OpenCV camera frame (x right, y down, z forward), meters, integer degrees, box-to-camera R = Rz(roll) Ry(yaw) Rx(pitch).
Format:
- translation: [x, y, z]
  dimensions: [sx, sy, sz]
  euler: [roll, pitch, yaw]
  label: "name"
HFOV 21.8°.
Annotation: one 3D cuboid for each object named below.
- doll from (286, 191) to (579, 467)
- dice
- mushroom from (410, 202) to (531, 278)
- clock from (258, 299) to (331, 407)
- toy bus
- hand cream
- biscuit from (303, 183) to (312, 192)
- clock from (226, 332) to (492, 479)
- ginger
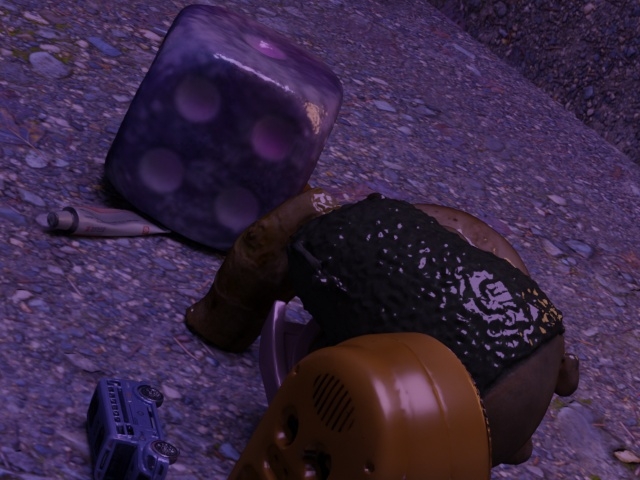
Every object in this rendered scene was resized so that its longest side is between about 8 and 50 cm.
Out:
- translation: [0.118, 0.091, 1.845]
  dimensions: [0.349, 0.247, 0.247]
  euler: [41, 26, 24]
  label: "doll"
- translation: [-0.138, -0.164, 2.400]
  dimensions: [0.270, 0.271, 0.270]
  euler: [27, 20, -7]
  label: "dice"
- translation: [0.122, 0.105, 2.151]
  dimensions: [0.292, 0.292, 0.290]
  euler: [33, 40, 14]
  label: "mushroom"
- translation: [0.081, 0.204, 1.933]
  dimensions: [0.275, 0.080, 0.290]
  euler: [-2, 59, -16]
  label: "clock"
- translation: [-0.204, 0.215, 1.765]
  dimensions: [0.076, 0.073, 0.167]
  euler: [15, 21, -20]
  label: "toy bus"
- translation: [-0.292, -0.027, 2.260]
  dimensions: [0.216, 0.038, 0.052]
  euler: [3, 56, -56]
  label: "hand cream"
- translation: [0.000, 0.000, 2.460]
  dimensions: [0.162, 0.035, 0.250]
  euler: [41, 22, -42]
  label: "biscuit"
- translation: [0.037, 0.243, 1.657]
  dimensions: [0.200, 0.317, 0.244]
  euler: [0, 34, -37]
  label: "clock"
- translation: [-0.064, 0.033, 2.093]
  dimensions: [0.109, 0.263, 0.116]
  euler: [48, 25, 7]
  label: "ginger"
